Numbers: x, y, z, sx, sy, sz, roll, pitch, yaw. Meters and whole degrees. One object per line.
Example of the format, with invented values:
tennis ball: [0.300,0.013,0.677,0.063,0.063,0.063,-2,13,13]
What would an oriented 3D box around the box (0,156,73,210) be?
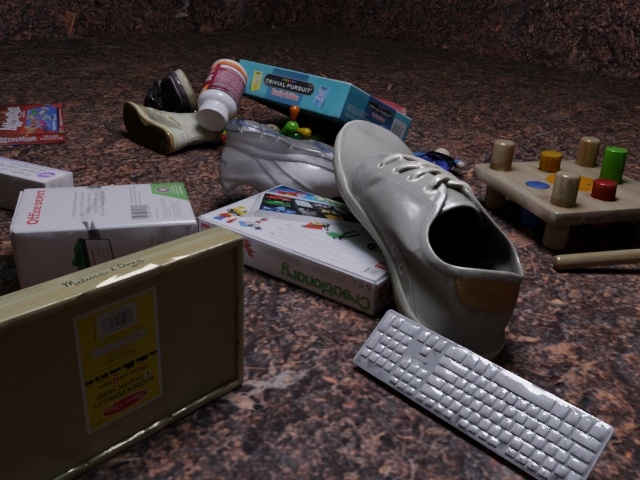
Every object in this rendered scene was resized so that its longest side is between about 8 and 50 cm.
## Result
box: [-0.555,-0.104,1.099,0.324,0.067,0.063,12,25,21]

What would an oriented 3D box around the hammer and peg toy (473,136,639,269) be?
hammer and peg toy: [0.439,-0.068,1.075,0.265,0.127,0.361,-4,25,-16]

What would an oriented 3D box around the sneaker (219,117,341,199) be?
sneaker: [-0.040,-0.113,1.146,0.297,0.129,0.111,15,17,-21]

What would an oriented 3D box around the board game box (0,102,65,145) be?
board game box: [-0.661,-0.268,1.507,0.145,0.027,0.281,-7,26,-20]

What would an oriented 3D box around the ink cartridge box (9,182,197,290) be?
ink cartridge box: [-0.283,-0.009,0.883,0.219,0.093,0.160,-4,24,-16]

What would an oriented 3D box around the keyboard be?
keyboard: [0.142,0.145,0.636,0.256,0.072,0.014,26,-11,40]

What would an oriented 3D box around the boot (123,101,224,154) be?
boot: [-0.324,-0.258,1.467,0.165,0.077,0.213,-19,39,-40]

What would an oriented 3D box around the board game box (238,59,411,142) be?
board game box: [0.001,-0.312,1.513,0.336,0.079,0.253,23,6,37]

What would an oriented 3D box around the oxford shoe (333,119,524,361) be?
oxford shoe: [0.131,-0.043,0.844,0.169,0.130,0.449,6,37,-20]

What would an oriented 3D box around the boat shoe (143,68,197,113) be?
boat shoe: [-0.361,-0.330,1.564,0.092,0.103,0.285,-27,14,-18]

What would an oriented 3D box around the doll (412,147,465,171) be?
doll: [0.227,-0.155,1.347,0.129,0.046,0.189,13,26,19]

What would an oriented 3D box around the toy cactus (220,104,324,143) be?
toy cactus: [-0.108,-0.232,1.431,0.219,0.112,0.180,-10,16,-8]

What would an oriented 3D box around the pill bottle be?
pill bottle: [-0.214,-0.312,1.426,0.086,0.086,0.152,7,54,8]

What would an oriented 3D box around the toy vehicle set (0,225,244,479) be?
toy vehicle set: [-0.174,0.101,0.558,0.035,0.166,0.267,23,30,36]

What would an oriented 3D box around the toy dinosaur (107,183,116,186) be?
toy dinosaur: [-0.330,-0.046,1.012,0.183,0.053,0.093,0,25,-9]

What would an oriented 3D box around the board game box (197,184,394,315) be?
board game box: [0.000,0.000,0.951,0.305,0.053,0.193,19,29,32]

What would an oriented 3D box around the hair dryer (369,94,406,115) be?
hair dryer: [0.106,-0.365,1.768,0.223,0.080,0.293,-17,31,-40]
